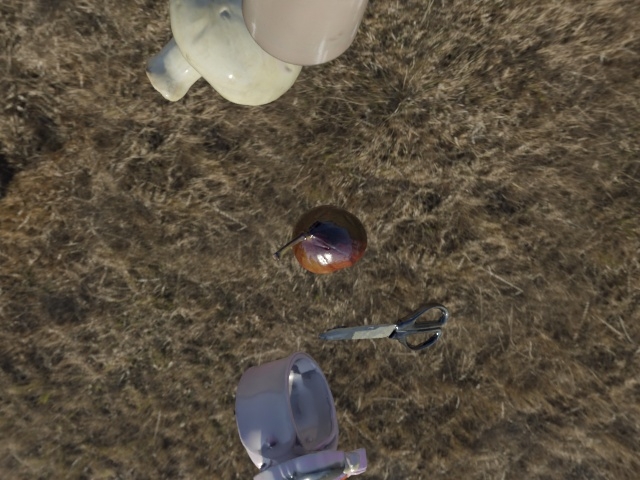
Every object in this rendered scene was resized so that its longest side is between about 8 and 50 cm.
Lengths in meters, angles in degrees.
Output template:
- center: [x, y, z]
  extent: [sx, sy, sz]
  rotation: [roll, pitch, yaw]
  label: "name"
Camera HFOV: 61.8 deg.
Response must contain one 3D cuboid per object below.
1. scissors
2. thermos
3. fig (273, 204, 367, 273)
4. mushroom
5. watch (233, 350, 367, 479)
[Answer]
- center: [0.120, 0.165, 0.983]
  extent: [0.300, 0.022, 0.109]
  rotation: [2, 117, -33]
  label: "scissors"
- center: [-0.010, -0.235, 0.383]
  extent: [0.105, 0.193, 0.137]
  rotation: [-26, 83, -13]
  label: "thermos"
- center: [0.003, -0.015, 1.400]
  extent: [0.204, 0.249, 0.186]
  rotation: [-2, 75, 24]
  label: "fig"
- center: [-0.188, -0.419, 1.096]
  extent: [0.356, 0.315, 0.315]
  rotation: [-37, 97, -9]
  label: "mushroom"
- center: [-0.040, 0.305, 0.909]
  extent: [0.196, 0.244, 0.231]
  rotation: [-19, 65, 17]
  label: "watch"
